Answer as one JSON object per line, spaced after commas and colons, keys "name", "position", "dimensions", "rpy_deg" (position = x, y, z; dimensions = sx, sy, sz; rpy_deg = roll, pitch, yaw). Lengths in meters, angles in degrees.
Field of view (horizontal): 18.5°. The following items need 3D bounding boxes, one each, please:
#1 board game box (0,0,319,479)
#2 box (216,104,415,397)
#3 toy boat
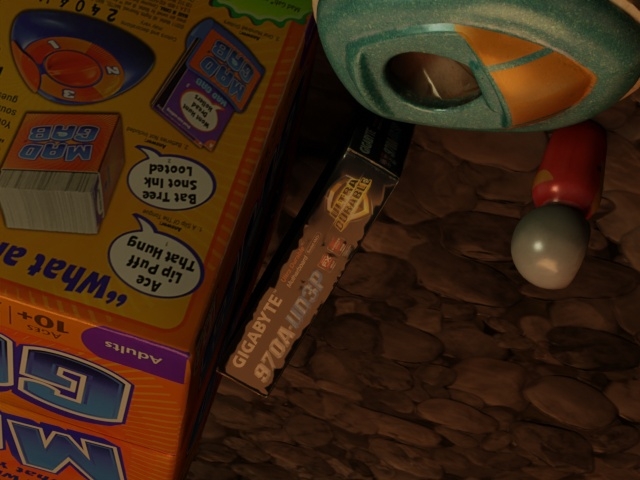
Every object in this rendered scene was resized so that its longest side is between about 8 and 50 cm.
{"name": "board game box", "position": [-0.228, -0.032, 1.598], "dimensions": [0.356, 0.356, 0.356], "rpy_deg": [18, 150, 2]}
{"name": "box", "position": [0.000, 0.000, 1.595], "dimensions": [0.051, 0.175, 0.220], "rpy_deg": [30, 111, -3]}
{"name": "toy boat", "position": [0.146, -0.101, 1.486], "dimensions": [0.267, 0.148, 0.318], "rpy_deg": [-1, 144, 30]}
